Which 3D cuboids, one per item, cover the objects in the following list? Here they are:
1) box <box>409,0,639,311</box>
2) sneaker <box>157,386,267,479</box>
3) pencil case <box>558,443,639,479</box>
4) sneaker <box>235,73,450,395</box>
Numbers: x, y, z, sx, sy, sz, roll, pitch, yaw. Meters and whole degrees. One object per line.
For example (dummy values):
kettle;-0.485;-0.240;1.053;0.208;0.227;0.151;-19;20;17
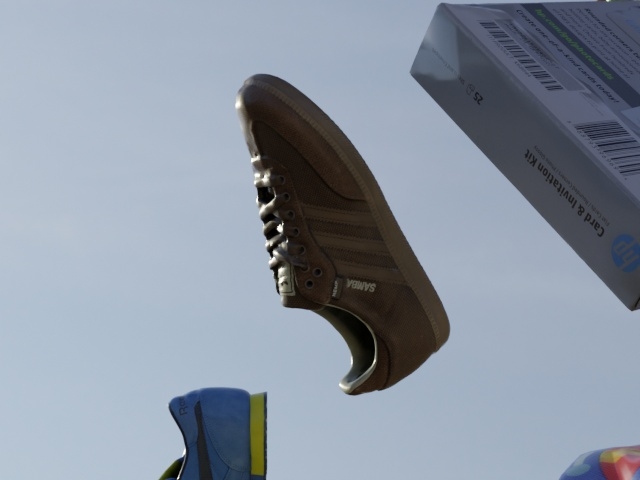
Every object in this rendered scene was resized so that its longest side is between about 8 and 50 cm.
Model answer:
box;0.149;-0.044;0.611;0.186;0.145;0.038;-9;-44;-37
sneaker;-0.080;0.204;1.112;0.082;0.209;0.069;0;19;-4
pencil case;0.223;0.095;0.516;0.306;0.133;0.119;-29;-23;36
sneaker;0.000;0.000;0.823;0.188;0.071;0.066;56;-21;-12
